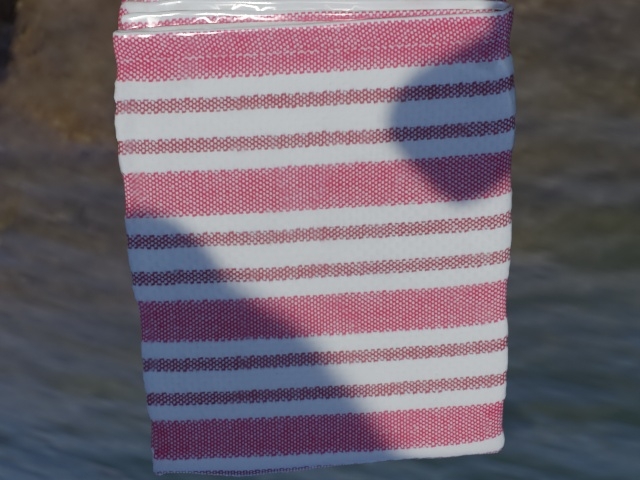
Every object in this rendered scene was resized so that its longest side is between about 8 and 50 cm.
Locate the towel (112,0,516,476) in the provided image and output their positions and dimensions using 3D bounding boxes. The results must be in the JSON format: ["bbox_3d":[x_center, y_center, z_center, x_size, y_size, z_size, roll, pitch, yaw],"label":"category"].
[{"bbox_3d":[0.000,0.000,0.584,0.144,0.029,0.197,-2,114,0],"label":"towel"}]
